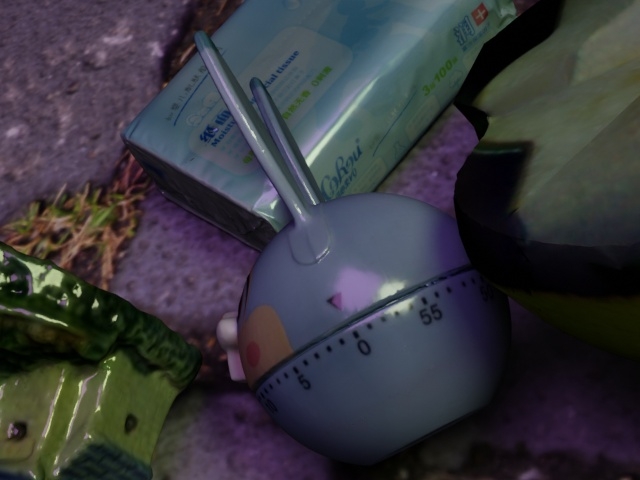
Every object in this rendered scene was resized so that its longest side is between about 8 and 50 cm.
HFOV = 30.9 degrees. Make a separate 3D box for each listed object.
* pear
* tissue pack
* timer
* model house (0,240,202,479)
[{"bbox_3d":[0.263,-0.054,0.609,0.398,0.165,0.399,-27,23,13],"label":"pear"},{"bbox_3d":[-0.002,-0.122,0.859,0.177,0.089,0.263,29,70,37],"label":"tissue pack"},{"bbox_3d":[-0.007,0.021,0.683,0.255,0.175,0.175,38,74,13],"label":"timer"},{"bbox_3d":[-0.209,0.122,0.708,0.214,0.195,0.189,1,64,26],"label":"model house"}]
